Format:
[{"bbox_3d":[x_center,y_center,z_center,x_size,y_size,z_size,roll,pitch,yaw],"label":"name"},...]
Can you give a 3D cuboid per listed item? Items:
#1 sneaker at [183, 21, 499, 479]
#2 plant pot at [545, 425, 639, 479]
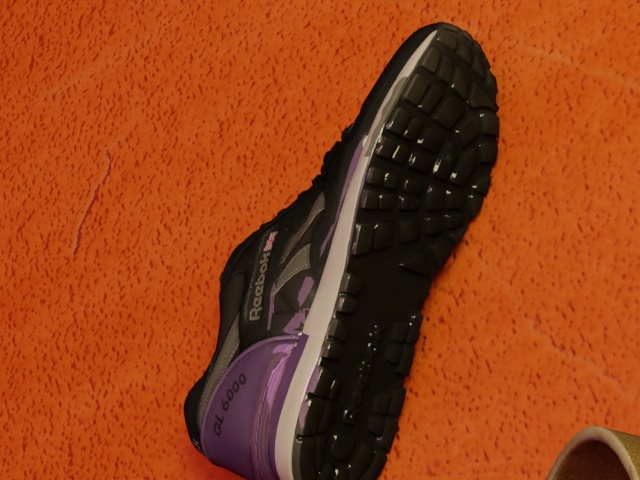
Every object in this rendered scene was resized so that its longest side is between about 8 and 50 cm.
[{"bbox_3d":[0.000,0.000,1.075,0.124,0.107,0.283,14,77,40],"label":"sneaker"},{"bbox_3d":[0.220,0.210,0.766,0.254,0.237,0.237,8,70,-6],"label":"plant pot"}]
